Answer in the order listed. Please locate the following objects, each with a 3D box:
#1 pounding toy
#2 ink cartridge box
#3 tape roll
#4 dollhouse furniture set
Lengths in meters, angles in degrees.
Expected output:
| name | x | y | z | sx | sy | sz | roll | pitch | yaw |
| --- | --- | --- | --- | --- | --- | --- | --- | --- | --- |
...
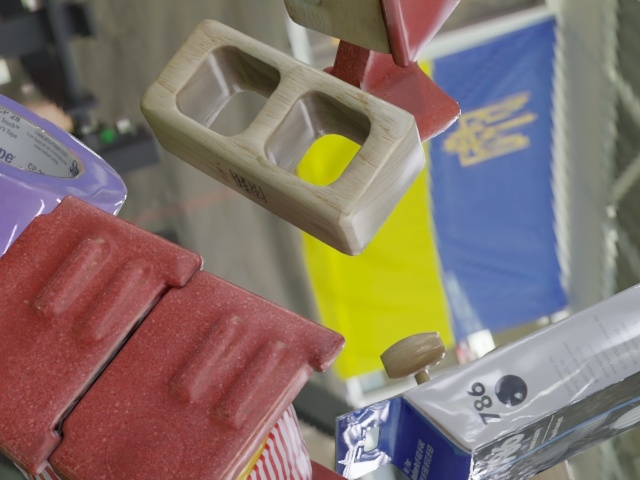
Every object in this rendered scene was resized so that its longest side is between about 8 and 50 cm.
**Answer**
| name | x | y | z | sx | sy | sz | roll | pitch | yaw |
| --- | --- | --- | --- | --- | --- | --- | --- | --- | --- |
| pounding toy | 0.188 | 0.182 | 1.515 | 0.269 | 0.154 | 0.155 | 58 | 4 | 10 |
| ink cartridge box | 0.170 | 0.106 | 1.126 | 0.165 | 0.333 | 0.065 | 87 | -21 | -67 |
| tape roll | -0.220 | -0.037 | 0.986 | 0.080 | 0.189 | 0.189 | -61 | -158 | 13 |
| dollhouse furniture set | 0.000 | 0.000 | 0.783 | 0.152 | 0.374 | 0.201 | 29 | -20 | 22 |
